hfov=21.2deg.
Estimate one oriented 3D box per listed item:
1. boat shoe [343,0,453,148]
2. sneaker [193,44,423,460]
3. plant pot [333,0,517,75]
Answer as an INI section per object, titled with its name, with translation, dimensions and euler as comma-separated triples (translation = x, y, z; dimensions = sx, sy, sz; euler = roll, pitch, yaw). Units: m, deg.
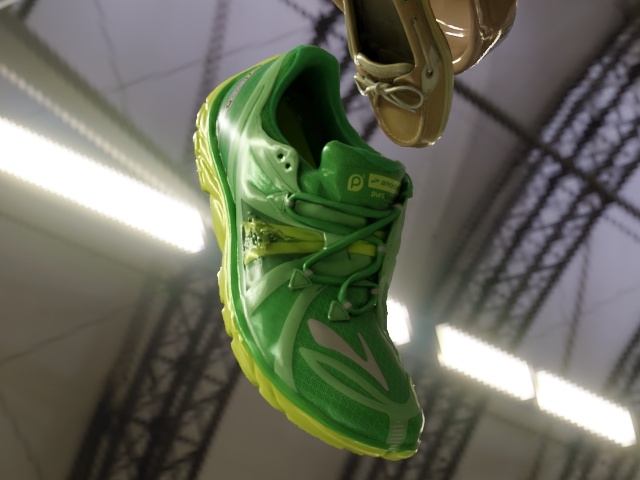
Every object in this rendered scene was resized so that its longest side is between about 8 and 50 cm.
[boat shoe]
translation = 0.034, -0.112, 0.903
dimensions = 0.048, 0.056, 0.153
euler = -40, -43, -39
[sneaker]
translation = 0.000, 0.000, 1.085
dimensions = 0.109, 0.123, 0.295
euler = 7, -126, -43
[plant pot]
translation = 0.049, -0.219, 0.962
dimensions = 0.110, 0.237, 0.237
euler = -39, -65, -13
